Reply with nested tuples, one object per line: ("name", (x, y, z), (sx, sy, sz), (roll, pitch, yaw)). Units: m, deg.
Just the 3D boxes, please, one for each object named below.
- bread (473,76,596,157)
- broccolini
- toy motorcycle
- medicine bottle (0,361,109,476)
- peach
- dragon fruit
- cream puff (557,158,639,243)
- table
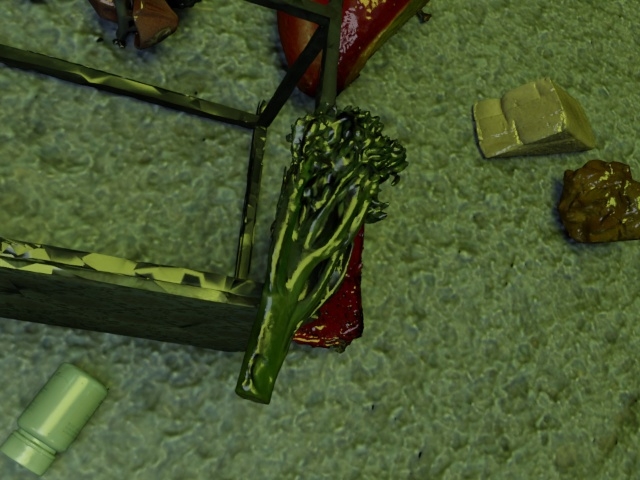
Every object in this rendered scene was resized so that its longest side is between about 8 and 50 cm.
("bread", (0.277, -0.145, 0.838), (0.152, 0.105, 0.077), (9, 67, -53))
("broccolini", (-0.015, 0.001, 0.420), (0.091, 0.068, 0.202), (42, 71, -38))
("toy motorcycle", (-0.221, -0.255, 0.638), (0.213, 0.084, 0.118), (10, 72, -11))
("medicine bottle", (-0.217, 0.145, 0.534), (0.047, 0.047, 0.083), (37, 65, -8))
("peach", (0.035, -0.283, 0.717), (0.154, 0.159, 0.267), (42, 65, 1))
("dragon fruit", (-0.009, 0.026, 0.639), (0.102, 0.096, 0.147), (4, 107, -15))
("cream puff", (0.355, -0.045, 0.800), (0.122, 0.094, 0.116), (46, 65, -8))
("table", (-0.181, -0.078, 0.522), (0.335, 0.222, 0.272), (12, 71, -19))
